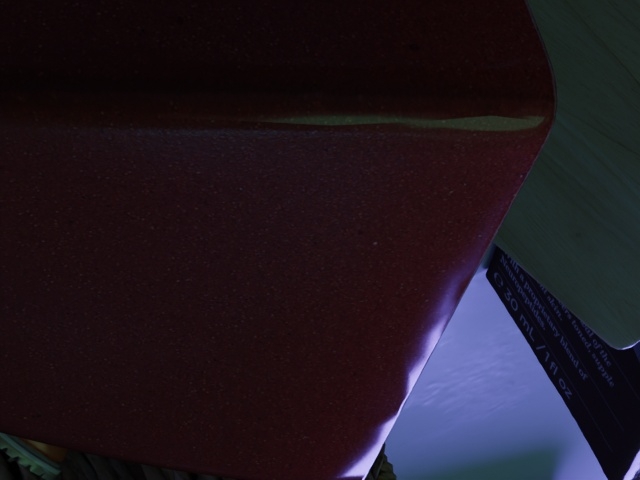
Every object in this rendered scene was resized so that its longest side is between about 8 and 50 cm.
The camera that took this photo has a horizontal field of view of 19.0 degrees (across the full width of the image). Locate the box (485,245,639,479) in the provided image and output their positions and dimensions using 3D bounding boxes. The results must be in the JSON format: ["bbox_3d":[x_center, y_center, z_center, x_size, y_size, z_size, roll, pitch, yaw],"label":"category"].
[{"bbox_3d":[0.239,-0.028,1.172,0.143,0.191,0.381,-16,149,-22],"label":"box"}]

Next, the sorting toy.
[{"bbox_3d":[0.145,-0.117,0.926,0.255,0.257,0.089,-45,-175,40],"label":"sorting toy"}]

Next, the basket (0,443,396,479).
[{"bbox_3d":[-0.048,0.137,1.072,0.213,0.299,0.223,-40,148,20],"label":"basket"}]

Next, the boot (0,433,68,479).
[{"bbox_3d":[-0.164,0.046,0.987,0.085,0.158,0.059,-35,-179,-5],"label":"boot"}]

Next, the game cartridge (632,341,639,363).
[{"bbox_3d":[0.344,0.026,1.098,0.230,0.068,0.355,-44,149,19],"label":"game cartridge"}]

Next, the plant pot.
[{"bbox_3d":[-0.089,-0.069,0.773,0.236,0.267,0.267,-1,143,-20],"label":"plant pot"}]
